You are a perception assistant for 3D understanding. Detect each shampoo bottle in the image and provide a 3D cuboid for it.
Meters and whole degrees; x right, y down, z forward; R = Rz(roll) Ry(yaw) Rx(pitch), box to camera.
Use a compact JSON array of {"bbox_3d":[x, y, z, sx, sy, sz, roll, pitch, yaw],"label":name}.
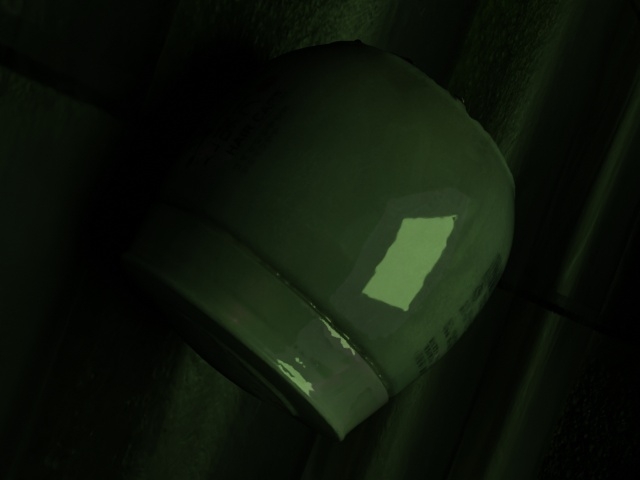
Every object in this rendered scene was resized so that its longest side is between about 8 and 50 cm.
[{"bbox_3d":[0.000,0.000,0.875,0.266,0.273,0.273,-48,146,-14],"label":"shampoo bottle"}]
